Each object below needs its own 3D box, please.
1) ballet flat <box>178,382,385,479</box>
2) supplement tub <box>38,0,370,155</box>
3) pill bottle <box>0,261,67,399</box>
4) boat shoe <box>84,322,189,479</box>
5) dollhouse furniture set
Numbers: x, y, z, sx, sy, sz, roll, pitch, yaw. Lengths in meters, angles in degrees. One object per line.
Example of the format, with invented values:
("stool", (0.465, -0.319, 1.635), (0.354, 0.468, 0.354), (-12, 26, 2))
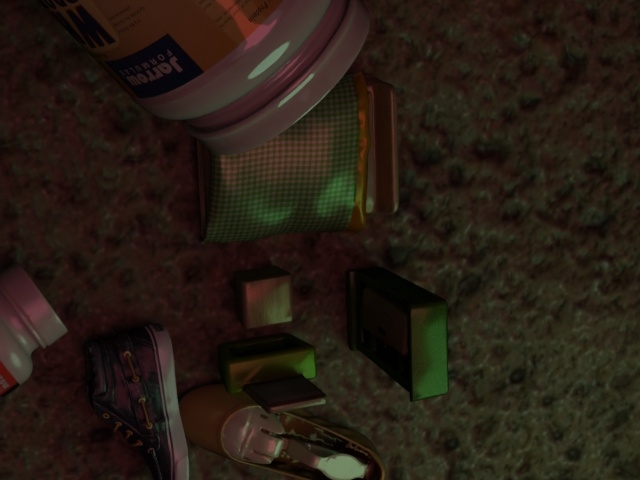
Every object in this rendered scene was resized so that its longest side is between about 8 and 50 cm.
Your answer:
("ballet flat", (-0.033, 0.200, 1.693), (0.232, 0.073, 0.080), (18, 97, -25))
("supplement tub", (-0.127, -0.247, 1.441), (0.228, 0.228, 0.316), (-46, 116, -5))
("pill bottle", (-0.329, 0.107, 1.524), (0.193, 0.108, 0.108), (-37, 115, -9))
("boat shoe", (-0.180, 0.174, 1.634), (0.083, 0.065, 0.183), (-11, 102, -18))
("dollhouse furniture set", (0.000, 0.000, 1.606), (0.197, 0.151, 0.302), (-9, 108, -20))
